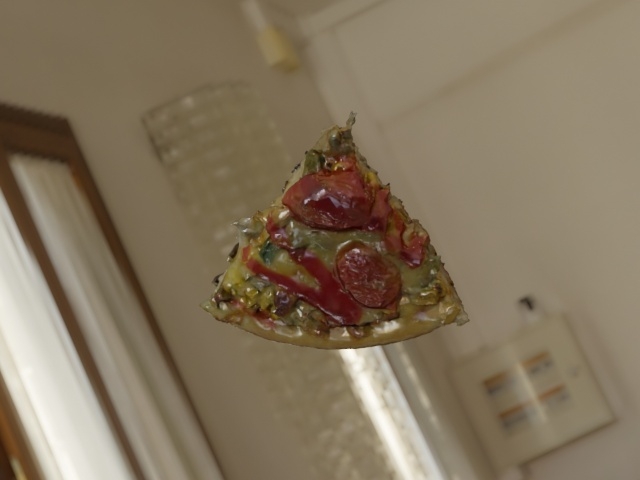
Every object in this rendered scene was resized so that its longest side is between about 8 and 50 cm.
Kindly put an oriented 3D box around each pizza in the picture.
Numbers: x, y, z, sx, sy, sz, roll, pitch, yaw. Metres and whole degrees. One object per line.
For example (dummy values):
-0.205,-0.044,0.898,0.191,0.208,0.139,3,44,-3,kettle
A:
-0.004,0.013,0.682,0.099,0.100,0.029,-27,16,15,pizza
